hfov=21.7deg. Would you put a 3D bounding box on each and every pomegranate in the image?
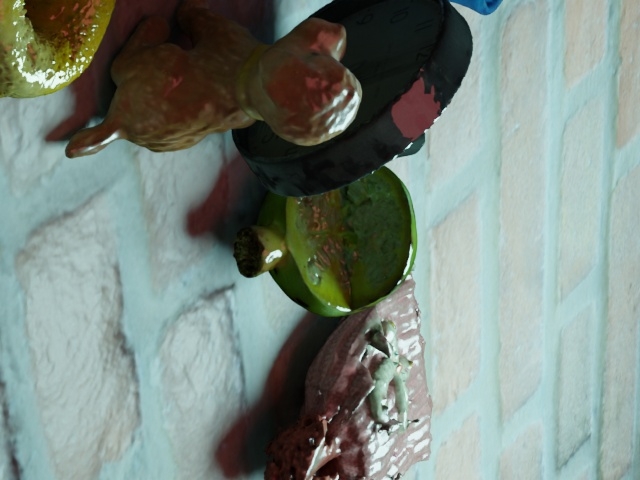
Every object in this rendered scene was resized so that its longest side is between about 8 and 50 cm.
[{"bbox_3d":[-0.002,0.000,1.481,0.169,0.122,0.143,-17,92,-15],"label":"pomegranate"}]

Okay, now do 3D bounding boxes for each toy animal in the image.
[{"bbox_3d":[-0.071,-0.097,1.248,0.184,0.185,0.104,-48,143,-34],"label":"toy animal"}]

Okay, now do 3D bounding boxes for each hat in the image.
[{"bbox_3d":[0.043,0.171,1.642,0.286,0.107,0.236,-36,124,-51],"label":"hat"}]

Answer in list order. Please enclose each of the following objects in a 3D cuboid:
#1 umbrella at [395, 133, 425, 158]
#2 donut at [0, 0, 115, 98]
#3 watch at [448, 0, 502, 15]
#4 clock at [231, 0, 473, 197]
[{"bbox_3d":[0.057,-0.092,1.603,0.133,0.031,0.036,-8,111,-55],"label":"umbrella"},{"bbox_3d":[-0.195,-0.176,1.126,0.162,0.065,0.178,-14,116,-55],"label":"donut"},{"bbox_3d":[0.114,-0.359,1.408,0.274,0.241,0.305,33,76,-75],"label":"watch"},{"bbox_3d":[0.022,-0.128,1.356,0.042,0.215,0.215,50,61,-32],"label":"clock"}]
